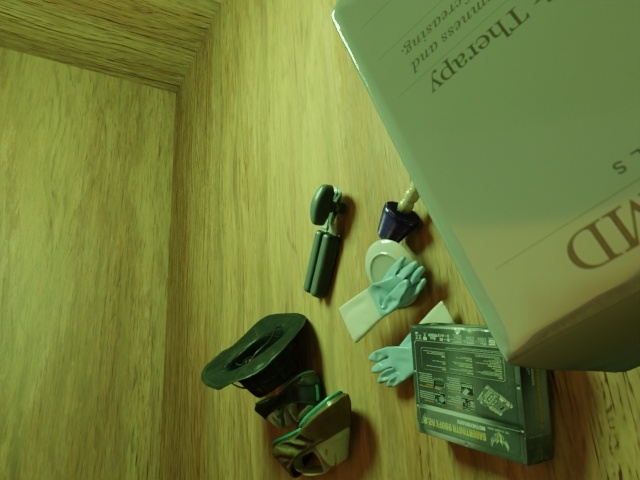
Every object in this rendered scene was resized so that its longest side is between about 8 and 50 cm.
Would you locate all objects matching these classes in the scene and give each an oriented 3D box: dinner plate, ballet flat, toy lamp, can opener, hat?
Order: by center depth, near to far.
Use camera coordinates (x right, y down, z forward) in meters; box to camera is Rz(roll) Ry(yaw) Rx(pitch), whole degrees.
[{"bbox_3d":[0.190,-0.111,1.023,0.274,0.080,0.080,-61,35,29],"label":"toy lamp"},{"bbox_3d":[0.136,0.067,1.068,0.141,0.017,0.141,25,126,41],"label":"dinner plate"},{"bbox_3d":[-0.006,0.448,1.203,0.124,0.116,0.342,59,137,21],"label":"ballet flat"},{"bbox_3d":[0.000,0.000,1.328,0.074,0.093,0.280,27,111,59],"label":"can opener"},{"bbox_3d":[-0.086,0.415,1.361,0.280,0.095,0.096,-46,57,47],"label":"ballet flat"},{"bbox_3d":[-0.143,0.319,1.414,0.134,0.331,0.331,57,152,-12],"label":"hat"}]

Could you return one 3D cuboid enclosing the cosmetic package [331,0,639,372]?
[{"bbox_3d":[0.278,-0.130,0.492,0.329,0.327,0.393,-38,55,28],"label":"cosmetic package"}]

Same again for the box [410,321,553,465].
[{"bbox_3d":[0.237,0.222,0.837,0.231,0.056,0.182,-13,81,60],"label":"box"}]

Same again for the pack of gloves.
[{"bbox_3d":[0.155,0.156,1.035,0.232,0.046,0.195,-45,58,37],"label":"pack of gloves"}]
